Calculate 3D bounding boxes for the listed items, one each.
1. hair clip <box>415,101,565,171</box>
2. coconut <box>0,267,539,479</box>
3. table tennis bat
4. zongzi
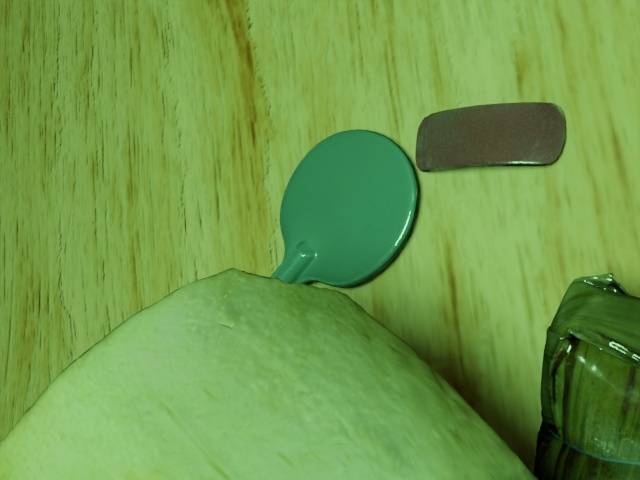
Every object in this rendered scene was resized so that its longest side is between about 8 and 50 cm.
[{"bbox_3d":[0.137,-0.086,0.590,0.137,0.022,0.054,2,81,38],"label":"hair clip"},{"bbox_3d":[-0.044,0.213,0.478,0.415,0.344,0.416,-8,77,39],"label":"coconut"},{"bbox_3d":[0.000,0.000,0.677,0.237,0.038,0.149,-52,57,14],"label":"table tennis bat"},{"bbox_3d":[0.244,0.158,0.433,0.220,0.112,0.242,10,111,26],"label":"zongzi"}]
